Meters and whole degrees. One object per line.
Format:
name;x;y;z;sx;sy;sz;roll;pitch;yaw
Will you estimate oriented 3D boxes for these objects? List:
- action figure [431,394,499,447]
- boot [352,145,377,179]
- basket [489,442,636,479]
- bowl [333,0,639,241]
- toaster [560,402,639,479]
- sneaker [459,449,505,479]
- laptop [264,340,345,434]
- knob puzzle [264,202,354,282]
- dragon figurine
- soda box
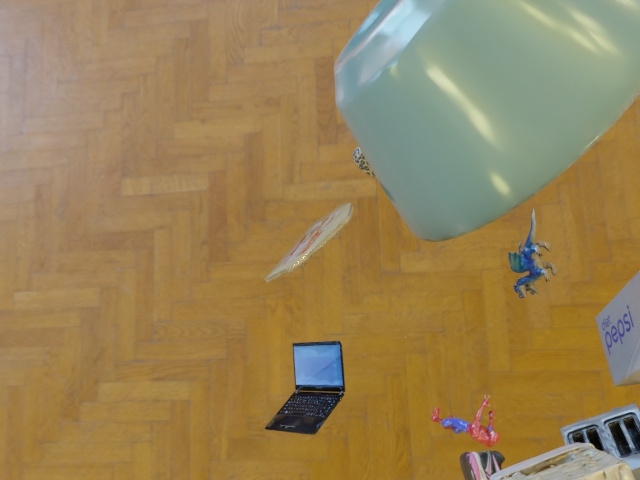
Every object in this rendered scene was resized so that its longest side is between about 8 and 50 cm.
action figure;0.449;0.520;1.789;0.091;0.280;0.139;32;79;-17
boot;0.191;-0.177;1.216;0.236;0.178;0.085;28;54;-5
basket;0.246;0.286;0.557;0.113;0.103;0.167;-19;76;-2
bowl;0.129;-0.169;0.539;0.163;0.311;0.311;39;88;-14
toaster;0.591;0.436;1.213;0.168;0.185;0.110;-27;117;20
sneaker;0.296;0.427;0.986;0.077;0.072;0.178;-11;70;-11
laptop;-0.054;0.450;1.872;0.264;0.234;0.136;-45;111;-39
knob puzzle;0.000;0.000;1.094;0.213;0.213;0.030;-43;100;0
dragon figurine;0.633;0.054;1.860;0.085;0.144;0.289;-34;108;-36
soda box;0.400;0.081;0.667;0.091;0.286;0.098;-6;64;4
